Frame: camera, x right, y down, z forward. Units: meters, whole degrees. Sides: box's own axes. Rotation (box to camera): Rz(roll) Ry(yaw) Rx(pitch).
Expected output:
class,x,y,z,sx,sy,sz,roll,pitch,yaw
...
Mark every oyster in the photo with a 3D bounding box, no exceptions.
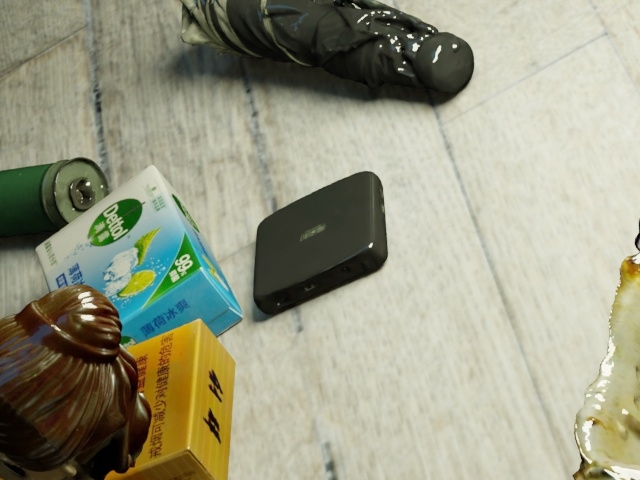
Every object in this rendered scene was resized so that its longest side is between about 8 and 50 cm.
class,x,y,z,sx,sy,sz,roll,pitch,yaw
oyster,0.288,0.088,1.175,0.221,0.096,0.361,-13,30,28

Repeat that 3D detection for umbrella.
class,x,y,z,sx,sy,sz,roll,pitch,yaw
umbrella,0.009,-0.205,1.773,0.357,0.113,0.106,18,89,44

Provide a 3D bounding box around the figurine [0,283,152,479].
class,x,y,z,sx,sy,sz,roll,pitch,yaw
figurine,-0.146,0.176,1.272,0.168,0.315,0.187,-25,36,16

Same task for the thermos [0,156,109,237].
class,x,y,z,sx,sy,sz,roll,pitch,yaw
thermos,-0.303,-0.043,1.879,0.187,0.073,0.083,-5,47,38

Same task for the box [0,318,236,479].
class,x,y,z,sx,sy,sz,roll,pitch,yaw
box,-0.188,0.173,1.533,0.237,0.070,0.152,-24,37,20

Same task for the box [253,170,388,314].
class,x,y,z,sx,sy,sz,roll,pitch,yaw
box,0.000,0.000,1.610,0.126,0.027,0.125,-25,34,19

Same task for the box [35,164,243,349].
class,x,y,z,sx,sy,sz,roll,pitch,yaw
box,-0.166,0.037,1.666,0.139,0.073,0.194,-35,34,3
